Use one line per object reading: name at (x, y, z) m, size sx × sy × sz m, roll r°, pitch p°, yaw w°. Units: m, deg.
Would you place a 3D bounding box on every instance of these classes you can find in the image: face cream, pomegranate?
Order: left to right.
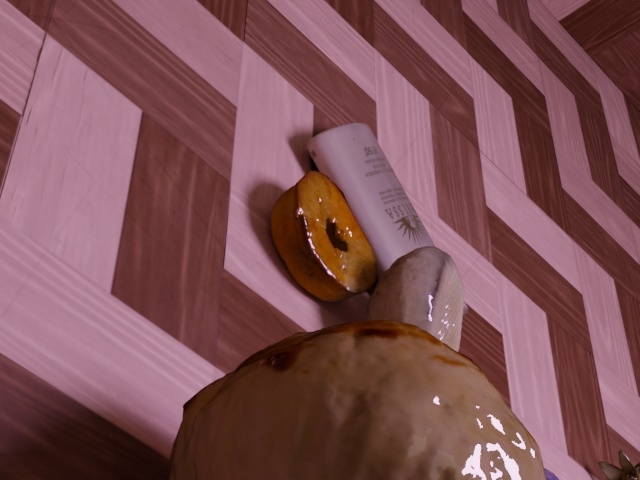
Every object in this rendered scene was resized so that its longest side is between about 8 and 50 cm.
face cream at (0.106, -0.017, 2.002) m, size 0.173 × 0.081 × 0.349 m, roll -13°, pitch 73°, yaw -61°
pomegranate at (0.568, 0.452, 2.236) m, size 0.220 × 0.156 × 0.156 m, roll 12°, pitch 44°, yaw -13°

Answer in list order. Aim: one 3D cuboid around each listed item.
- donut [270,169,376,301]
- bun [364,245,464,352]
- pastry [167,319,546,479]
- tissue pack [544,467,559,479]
donut at (-0.001, 0.001, 1.825) m, size 0.190 × 0.074 × 0.174 m, roll 54°, pitch 27°, yaw -17°
bun at (0.124, 0.116, 1.829) m, size 0.222 × 0.127 × 0.222 m, roll 4°, pitch 90°, yaw -69°
pastry at (0.035, 0.252, 1.280) m, size 0.388 × 0.388 × 0.313 m, roll 43°, pitch 43°, yaw -26°
tissue pack at (0.262, 0.464, 1.723) m, size 0.242 × 0.125 × 0.344 m, roll 30°, pitch 41°, yaw -42°
